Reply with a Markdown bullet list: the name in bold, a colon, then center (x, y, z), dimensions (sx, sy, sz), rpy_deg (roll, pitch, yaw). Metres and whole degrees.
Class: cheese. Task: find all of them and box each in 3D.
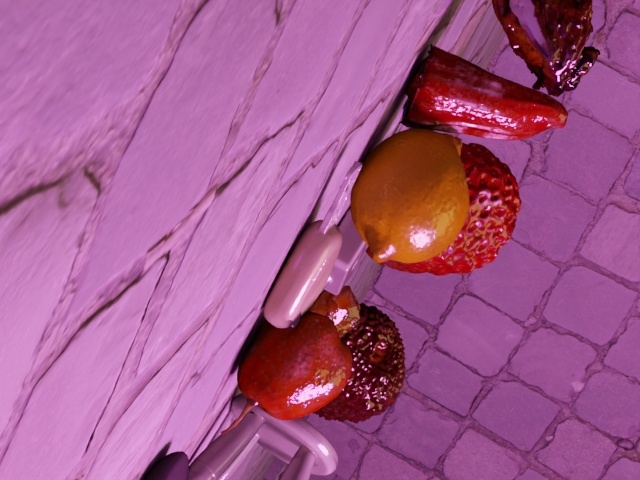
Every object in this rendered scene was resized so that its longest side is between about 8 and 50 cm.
- **cheese**: center (0.000, 0.000, 1.577), dimensions (0.251, 0.054, 0.127), rpy_deg (-65, 173, 31)

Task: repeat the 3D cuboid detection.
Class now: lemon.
- **lemon**: center (0.138, -0.068, 1.805), dimensions (0.244, 0.187, 0.187), rpy_deg (-60, 175, -19)

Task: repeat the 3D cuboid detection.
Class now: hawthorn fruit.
- **hawthorn fruit**: center (-0.056, 0.191, 1.670), dimensions (0.203, 0.162, 0.162), rpy_deg (-41, 166, -25)

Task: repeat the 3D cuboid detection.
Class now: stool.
- **stool**: center (-0.100, 0.370, 1.843), dimensions (0.198, 0.195, 0.195), rpy_deg (-56, 173, -23)

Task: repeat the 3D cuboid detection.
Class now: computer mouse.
- **computer mouse**: center (-0.218, 0.364, 1.449), dimensions (0.232, 0.057, 0.120), rpy_deg (-62, 174, 11)

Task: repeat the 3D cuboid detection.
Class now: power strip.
- **power strip**: center (0.072, -0.031, 2.030), dimensions (0.338, 0.058, 0.098), rpy_deg (-56, 173, -34)

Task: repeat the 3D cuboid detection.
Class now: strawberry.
- **strawberry**: center (0.231, -0.039, 2.311), dimensions (0.292, 0.292, 0.310), rpy_deg (106, 8, -68)

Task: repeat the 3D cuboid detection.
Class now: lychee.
- **lychee**: center (0.047, 0.266, 2.496), dimensions (0.271, 0.271, 0.271), rpy_deg (-59, 174, -10)

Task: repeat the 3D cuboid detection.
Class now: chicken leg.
- **chicken leg**: center (-0.012, 0.195, 2.334), dimensions (0.251, 0.107, 0.087), rpy_deg (-53, -141, -2)
- **chicken leg**: center (0.310, -0.400, 1.699), dimensions (0.096, 0.158, 0.407), rpy_deg (-46, 134, -56)

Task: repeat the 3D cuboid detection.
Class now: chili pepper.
- **chili pepper**: center (0.251, -0.203, 1.825), dimensions (0.136, 0.253, 0.144), rpy_deg (-84, -168, -57)

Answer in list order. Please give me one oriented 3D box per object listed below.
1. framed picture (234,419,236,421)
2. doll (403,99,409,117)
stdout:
- **framed picture**: center (-0.162, 0.363, 2.172), dimensions (0.142, 0.011, 0.183), rpy_deg (-56, 173, -38)
- **doll**: center (0.153, -0.213, 1.988), dimensions (0.125, 0.027, 0.037), rpy_deg (58, 55, -84)
